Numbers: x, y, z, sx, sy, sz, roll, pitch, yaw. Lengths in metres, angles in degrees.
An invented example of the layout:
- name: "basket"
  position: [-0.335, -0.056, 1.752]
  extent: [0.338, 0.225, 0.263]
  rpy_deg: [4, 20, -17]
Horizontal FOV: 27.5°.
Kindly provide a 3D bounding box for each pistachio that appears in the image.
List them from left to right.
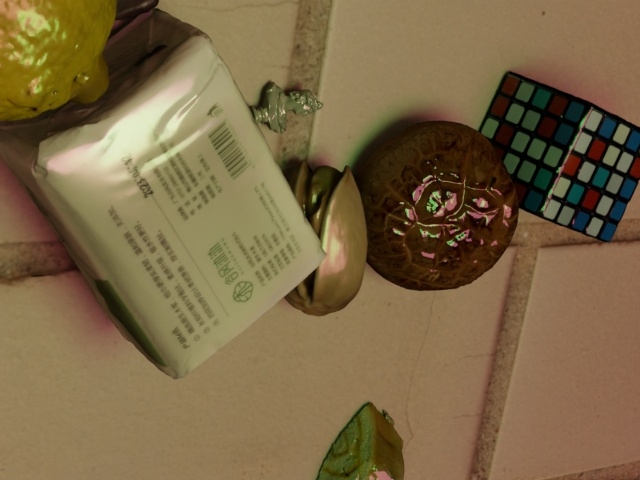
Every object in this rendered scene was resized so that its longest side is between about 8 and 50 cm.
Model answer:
- name: "pistachio"
  position: [0.000, 0.000, 1.762]
  extent: [0.144, 0.144, 0.215]
  rpy_deg: [-5, 107, -36]

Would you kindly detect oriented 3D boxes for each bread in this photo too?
- name: "bread"
  position: [0.079, 0.340, 1.992]
  extent: [0.103, 0.110, 0.156]
  rpy_deg: [33, 87, -36]

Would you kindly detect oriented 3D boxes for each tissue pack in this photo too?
- name: "tissue pack"
  position: [-0.187, -0.056, 1.546]
  extent: [0.266, 0.194, 0.356]
  rpy_deg: [-39, 127, -17]

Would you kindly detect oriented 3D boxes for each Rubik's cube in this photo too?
- name: "Rubik's cube"
  position: [0.353, -0.122, 1.940]
  extent: [0.182, 0.187, 0.184]
  rpy_deg: [20, 95, -41]

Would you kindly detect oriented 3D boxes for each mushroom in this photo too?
- name: "mushroom"
  position: [0.159, -0.043, 1.838]
  extent: [0.253, 0.153, 0.253]
  rpy_deg: [-4, 113, -10]

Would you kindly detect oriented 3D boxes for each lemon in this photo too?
- name: "lemon"
  position: [-0.336, -0.248, 1.293]
  extent: [0.320, 0.245, 0.245]
  rpy_deg: [40, 83, -19]

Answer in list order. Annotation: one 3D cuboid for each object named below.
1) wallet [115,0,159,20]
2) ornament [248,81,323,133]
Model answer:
- name: "wallet"
  position: [-0.275, -0.343, 1.445]
  extent: [0.182, 0.049, 0.229]
  rpy_deg: [-25, 125, -24]
- name: "ornament"
  position: [-0.050, -0.173, 1.702]
  extent: [0.092, 0.041, 0.068]
  rpy_deg: [-39, 124, -5]
